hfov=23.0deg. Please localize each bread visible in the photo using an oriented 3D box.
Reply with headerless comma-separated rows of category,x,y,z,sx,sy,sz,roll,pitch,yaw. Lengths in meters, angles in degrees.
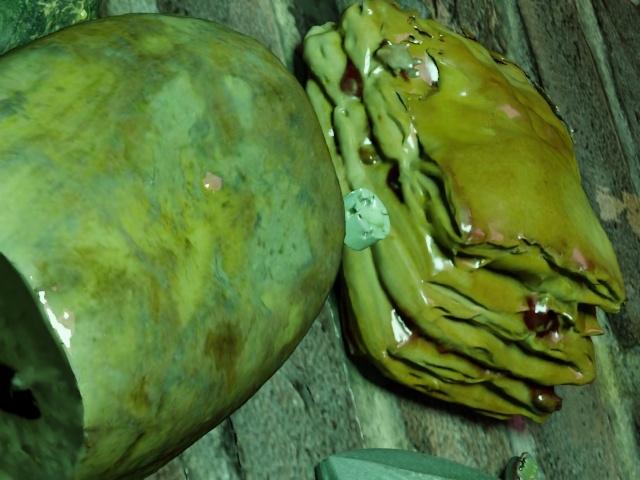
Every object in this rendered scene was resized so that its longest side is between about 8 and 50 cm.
bread,0.131,-0.032,1.308,0.277,0.167,0.324,23,51,-45

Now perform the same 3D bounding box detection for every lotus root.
lotus root,-0.126,0.002,0.871,0.250,0.250,0.346,59,38,-6

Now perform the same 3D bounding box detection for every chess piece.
chess piece,0.000,0.000,1.165,0.067,0.103,0.067,33,44,-38

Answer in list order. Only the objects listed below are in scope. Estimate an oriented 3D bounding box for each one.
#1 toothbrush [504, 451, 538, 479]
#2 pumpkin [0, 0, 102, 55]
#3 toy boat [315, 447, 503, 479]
toothbrush,0.118,0.286,1.185,0.041,0.041,0.364,52,35,-17
pumpkin,-0.219,-0.183,0.956,0.190,0.146,0.190,35,42,-39
toy boat,0.134,0.246,1.138,0.319,0.092,0.141,33,38,-2
